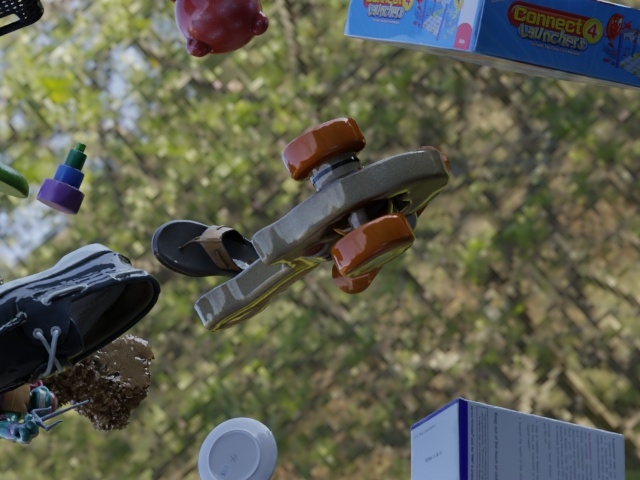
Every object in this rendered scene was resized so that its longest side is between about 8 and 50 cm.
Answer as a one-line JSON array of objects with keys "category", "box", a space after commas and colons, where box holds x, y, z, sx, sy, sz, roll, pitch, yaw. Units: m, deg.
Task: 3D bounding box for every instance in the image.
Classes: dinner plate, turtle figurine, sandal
[{"category": "dinner plate", "box": [-0.139, 0.356, 2.674, 0.141, 0.141, 0.017, -41, -31, 1]}, {"category": "turtle figurine", "box": [-0.366, 0.167, 1.861, 0.234, 0.175, 0.118, 15, -47, -39]}, {"category": "sandal", "box": [-0.136, 0.019, 2.369, 0.060, 0.219, 0.090, 130, 156, -51]}]

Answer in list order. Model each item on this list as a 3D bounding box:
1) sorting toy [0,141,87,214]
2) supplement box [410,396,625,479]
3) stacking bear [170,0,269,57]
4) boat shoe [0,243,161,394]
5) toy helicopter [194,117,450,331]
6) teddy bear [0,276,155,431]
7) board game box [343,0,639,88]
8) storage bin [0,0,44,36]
[{"category": "sorting toy", "box": [-0.506, -0.149, 2.503, 0.126, 0.366, 0.127, -69, -22, -11]}, {"category": "supplement box", "box": [0.222, 0.263, 1.831, 0.220, 0.114, 0.111, 13, -28, -22]}, {"category": "stacking bear", "box": [-0.160, -0.362, 2.043, 0.175, 0.289, 0.164, -20, -18, -9]}, {"category": "boat shoe", "box": [-0.290, 0.093, 1.761, 0.302, 0.091, 0.114, -41, -35, -45]}, {"category": "toy helicopter", "box": [0.000, 0.000, 1.730, 0.355, 0.140, 0.235, -36, -14, 38]}, {"category": "teddy bear", "box": [-0.421, 0.167, 2.443, 0.338, 0.245, 0.113, 12, -40, -33]}, {"category": "board game box", "box": [0.231, -0.244, 1.897, 0.302, 0.086, 0.308, 8, 6, -28]}, {"category": "storage bin", "box": [-0.412, -0.321, 1.928, 0.122, 0.180, 0.084, -23, -42, -6]}]
